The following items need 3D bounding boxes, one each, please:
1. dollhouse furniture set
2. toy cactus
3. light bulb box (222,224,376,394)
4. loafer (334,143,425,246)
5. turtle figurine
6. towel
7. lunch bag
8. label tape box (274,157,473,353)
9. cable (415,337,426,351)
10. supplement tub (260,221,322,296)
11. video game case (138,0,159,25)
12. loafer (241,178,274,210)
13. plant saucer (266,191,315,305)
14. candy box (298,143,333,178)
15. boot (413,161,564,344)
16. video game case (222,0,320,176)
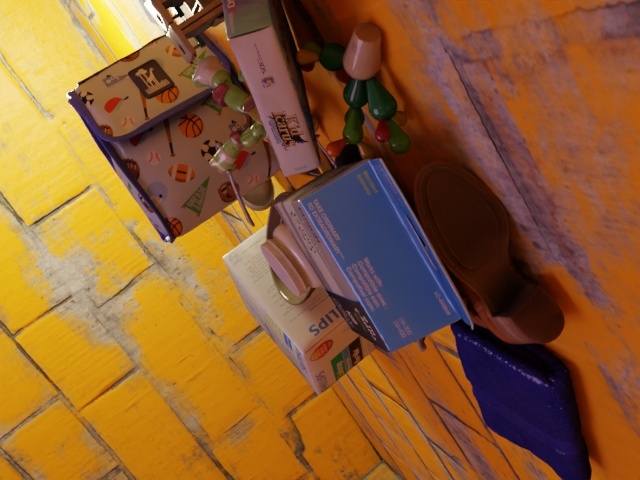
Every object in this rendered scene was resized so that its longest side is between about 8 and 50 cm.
[{"bbox_3d":[-0.224,-0.391,1.365,0.129,0.129,0.184,55,167,-9],"label":"dollhouse furniture set"},{"bbox_3d":[0.039,-0.208,1.006,0.219,0.112,0.180,59,161,24],"label":"toy cactus"},{"bbox_3d":[-0.049,0.181,2.113,0.361,0.225,0.358,46,166,25],"label":"light bulb box"},{"bbox_3d":[0.089,-0.061,1.254,0.223,0.076,0.078,53,160,-19],"label":"loafer"},{"bbox_3d":[-0.108,-0.187,1.330,0.266,0.198,0.274,59,-178,29],"label":"turtle figurine"},{"bbox_3d":[0.337,0.252,1.251,0.228,0.076,0.308,30,155,45],"label":"towel"},{"bbox_3d":[-0.308,-0.235,1.657,0.385,0.328,0.239,58,165,-9],"label":"lunch bag"},{"bbox_3d":[0.062,0.023,1.091,0.249,0.115,0.348,59,173,-7],"label":"label tape box"},{"bbox_3d":[0.156,0.062,1.309,0.072,0.139,0.287,12,-160,-21],"label":"cable"},{"bbox_3d":[0.000,0.000,1.469,0.144,0.200,0.144,49,168,15],"label":"supplement tub"},{"bbox_3d":[-0.405,-0.566,1.831,0.166,0.015,0.119,37,159,54],"label":"video game case"},{"bbox_3d":[-0.193,-0.189,1.881,0.268,0.102,0.092,61,168,-17],"label":"loafer"},{"bbox_3d":[-0.062,0.019,1.862,0.278,0.041,0.277,21,114,61],"label":"plant saucer"},{"bbox_3d":[-0.039,-0.175,1.538,0.105,0.027,0.206,60,166,-18],"label":"candy box"},{"bbox_3d":[0.203,0.023,1.059,0.283,0.109,0.220,47,173,-5],"label":"boot"},{"bbox_3d":[-0.071,-0.267,1.049,0.244,0.061,0.269,66,-171,-51],"label":"video game case"}]
